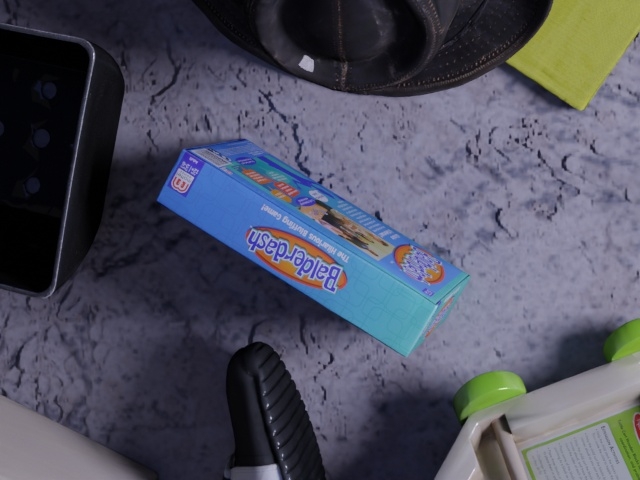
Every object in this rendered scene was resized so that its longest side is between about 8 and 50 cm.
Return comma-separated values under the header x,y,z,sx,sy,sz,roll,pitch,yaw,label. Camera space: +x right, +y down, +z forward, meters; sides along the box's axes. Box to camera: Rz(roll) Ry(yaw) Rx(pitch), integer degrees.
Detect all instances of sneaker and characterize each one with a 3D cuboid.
x,y,z,sx,sy,sz,roll,pitch,yaw,label
-0.062,0.246,1.288,0.146,0.122,0.331,-8,93,12,sneaker

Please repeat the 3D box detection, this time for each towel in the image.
x,y,z,sx,sy,sz,roll,pitch,yaw,label
0.218,-0.219,1.231,0.102,0.021,0.237,36,103,13,towel

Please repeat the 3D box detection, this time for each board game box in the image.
x,y,z,sx,sy,sz,roll,pitch,yaw,label
0.000,0.000,1.231,0.210,0.160,0.047,31,102,9,board game box

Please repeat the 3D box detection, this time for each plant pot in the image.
x,y,z,sx,sy,sz,roll,pitch,yaw,label
-0.244,-0.076,1.277,0.187,0.167,0.188,13,99,11,plant pot

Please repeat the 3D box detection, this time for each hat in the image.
x,y,z,sx,sy,sz,roll,pitch,yaw,label
0.017,-0.200,1.143,0.331,0.134,0.331,8,133,9,hat

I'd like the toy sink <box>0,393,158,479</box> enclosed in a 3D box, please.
x,y,z,sx,sy,sz,roll,pitch,yaw,label
-0.273,0.208,1.320,0.234,0.153,0.131,25,101,9,toy sink

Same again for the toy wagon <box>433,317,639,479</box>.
x,y,z,sx,sy,sz,roll,pitch,yaw,label
0.249,0.179,1.166,0.344,0.068,0.267,-20,51,4,toy wagon
